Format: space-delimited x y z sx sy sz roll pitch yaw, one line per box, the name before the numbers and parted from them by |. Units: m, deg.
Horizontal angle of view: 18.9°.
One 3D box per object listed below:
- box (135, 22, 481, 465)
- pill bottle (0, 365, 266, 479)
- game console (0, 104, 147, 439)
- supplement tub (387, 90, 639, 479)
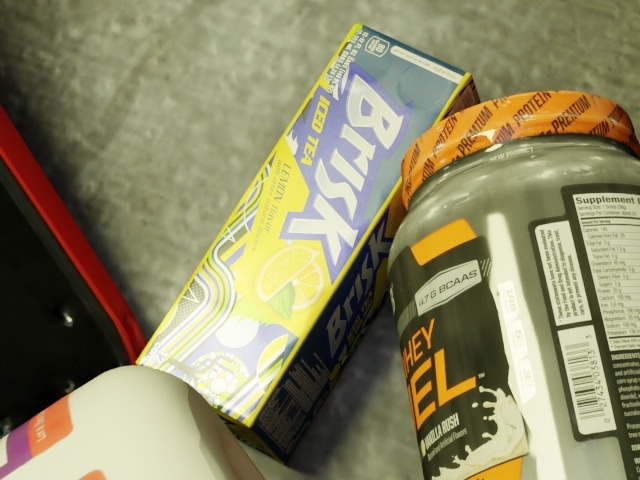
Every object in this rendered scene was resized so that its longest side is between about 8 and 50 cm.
box | 0.000 0.000 0.779 0.059 0.054 0.169 27 76 23
pill bottle | -0.141 0.196 0.662 0.323 0.181 0.181 -33 64 0
game console | -0.312 0.018 0.779 0.386 0.060 0.342 -32 97 1
supplement tub | 0.089 0.049 0.700 0.117 0.117 0.190 -14 64 9
